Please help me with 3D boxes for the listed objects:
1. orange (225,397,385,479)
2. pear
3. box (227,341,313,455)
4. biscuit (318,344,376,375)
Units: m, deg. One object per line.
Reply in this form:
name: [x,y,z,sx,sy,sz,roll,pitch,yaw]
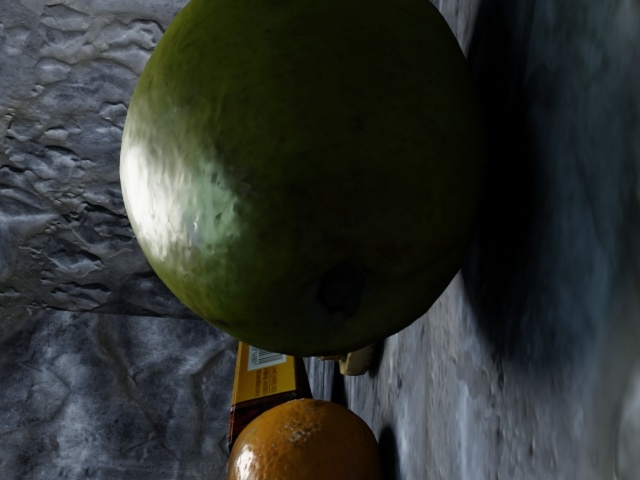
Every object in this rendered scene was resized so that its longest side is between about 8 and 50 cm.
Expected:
orange: [-0.020,0.282,0.855,0.224,0.170,0.223,-176,90,-88]
pear: [-0.007,-0.057,0.548,0.307,0.253,0.252,-110,21,-52]
box: [-0.063,0.340,1.360,0.415,0.116,0.264,-103,0,-75]
biscuit: [0.034,0.043,1.026,0.259,0.079,0.259,-175,90,-85]
